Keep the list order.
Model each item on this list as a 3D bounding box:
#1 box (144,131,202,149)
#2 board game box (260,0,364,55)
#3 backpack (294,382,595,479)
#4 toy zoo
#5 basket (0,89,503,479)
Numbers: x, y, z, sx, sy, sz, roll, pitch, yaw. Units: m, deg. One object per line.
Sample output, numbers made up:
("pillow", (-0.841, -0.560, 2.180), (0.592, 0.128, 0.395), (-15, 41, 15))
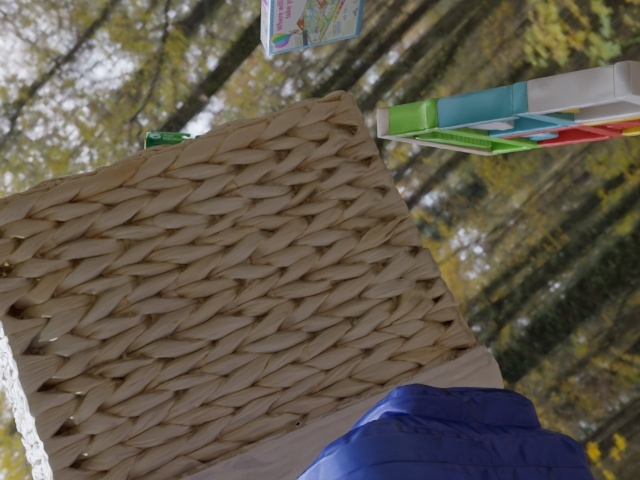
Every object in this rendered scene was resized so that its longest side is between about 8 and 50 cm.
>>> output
("box", (-0.172, -0.074, 1.199), (0.105, 0.179, 0.043), (1, -123, -12))
("board game box", (-0.006, -0.256, 0.941), (0.154, 0.103, 0.026), (98, 153, -57))
("backpack", (0.044, 0.116, 0.413), (0.120, 0.098, 0.101), (4, -131, -28))
("toy zoo", (0.223, -0.115, 0.851), (0.192, 0.293, 0.030), (1, -94, -48))
("basket", (-0.099, 0.089, 0.778), (0.266, 0.331, 0.328), (65, 159, 8))
